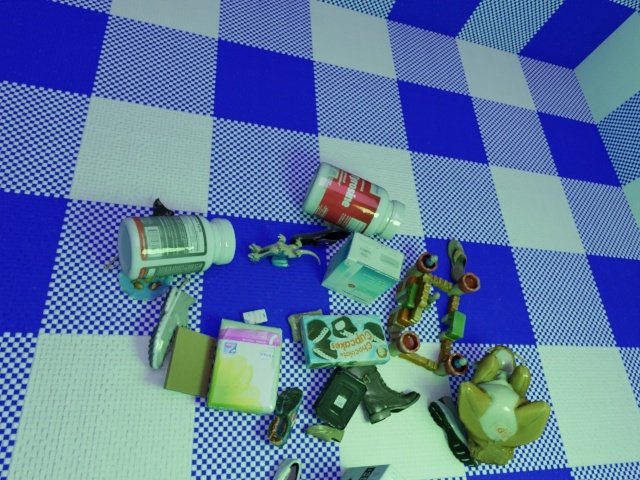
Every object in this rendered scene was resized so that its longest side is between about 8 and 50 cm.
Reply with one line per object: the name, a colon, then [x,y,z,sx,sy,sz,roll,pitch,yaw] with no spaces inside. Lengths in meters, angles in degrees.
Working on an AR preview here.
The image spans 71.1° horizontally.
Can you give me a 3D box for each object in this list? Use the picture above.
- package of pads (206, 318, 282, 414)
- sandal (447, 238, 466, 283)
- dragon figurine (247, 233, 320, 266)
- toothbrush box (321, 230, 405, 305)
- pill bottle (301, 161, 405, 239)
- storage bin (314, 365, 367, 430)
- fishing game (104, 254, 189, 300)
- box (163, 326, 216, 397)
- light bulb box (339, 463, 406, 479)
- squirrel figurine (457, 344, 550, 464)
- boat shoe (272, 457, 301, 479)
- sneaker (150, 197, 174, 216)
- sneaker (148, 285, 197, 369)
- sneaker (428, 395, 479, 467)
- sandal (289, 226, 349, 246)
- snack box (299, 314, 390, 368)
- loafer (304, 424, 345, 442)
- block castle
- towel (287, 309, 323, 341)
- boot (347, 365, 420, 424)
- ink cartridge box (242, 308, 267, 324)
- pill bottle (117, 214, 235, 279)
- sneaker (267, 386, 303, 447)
package of pads: [-0.254,0.436,1.546,0.229,0.101,0.297,12,62,-13]
sandal: [0.639,0.092,2.078,0.089,0.060,0.219,16,60,-13]
dragon figurine: [-0.148,0.052,1.788,0.289,0.144,0.085,14,57,-36]
toothbrush box: [0.158,0.117,1.747,0.216,0.295,0.126,25,60,-8]
pill bottle: [0.144,-0.156,1.920,0.407,0.229,0.229,22,59,-9]
storage bin: [0.069,0.551,1.574,0.122,0.084,0.180,32,84,-1]
fishing game: [-0.624,0.124,1.601,0.264,0.041,0.189,36,55,0]
box: [-0.429,0.404,1.492,0.164,0.021,0.201,33,50,-43]
light bulb box: [0.111,0.884,1.304,0.225,0.358,0.361,44,57,7]
squirrel figurine: [0.637,0.587,1.639,0.280,0.397,0.370,4,21,15]
boat shoe: [-0.137,0.813,1.406,0.095,0.084,0.258,27,58,-6]
sneaker: [-0.585,-0.081,1.711,0.170,0.051,0.089,36,62,3]
sneaker: [-0.498,0.299,1.521,0.115,0.105,0.281,24,64,-23]
sneaker: [0.525,0.720,1.697,0.108,0.100,0.272,-17,71,-33]
sandal: [-0.001,0.000,1.871,0.254,0.097,0.055,-11,67,-14]
snack box: [0.091,0.375,1.682,0.321,0.060,0.187,3,53,-21]
loafer: [0.017,0.671,1.553,0.147,0.056,0.050,11,55,-15]
block castle: [0.470,0.293,1.824,0.302,0.213,0.453,25,59,-7]
towel: [-0.047,0.328,1.721,0.148,0.027,0.110,-7,68,-25]
boot: [0.232,0.540,1.687,0.262,0.091,0.229,-10,60,-32]
ink cartridge box: [-0.245,0.288,1.665,0.083,0.028,0.048,-8,68,-23]
pill bottle: [-0.501,0.016,1.580,0.362,0.210,0.210,-4,65,-37]
sneaker: [-0.119,0.601,1.531,0.083,0.087,0.221,11,41,18]
